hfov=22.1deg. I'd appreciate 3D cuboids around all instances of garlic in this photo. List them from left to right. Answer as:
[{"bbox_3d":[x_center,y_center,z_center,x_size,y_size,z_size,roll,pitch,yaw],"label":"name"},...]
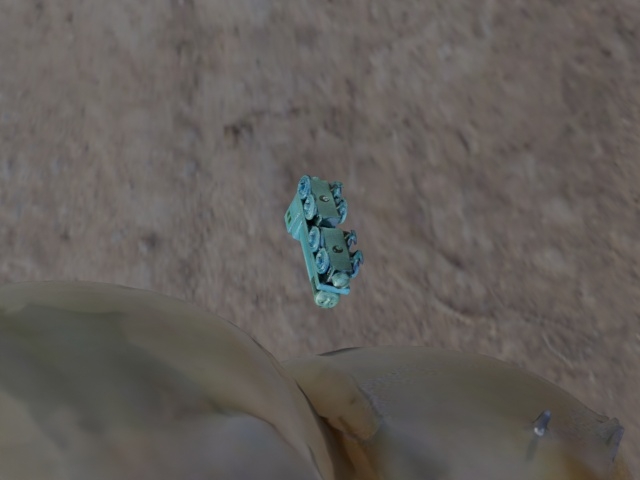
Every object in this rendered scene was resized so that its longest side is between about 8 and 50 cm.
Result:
[{"bbox_3d":[-0.030,0.131,0.498,0.286,0.313,0.249,-13,81,-18],"label":"garlic"}]

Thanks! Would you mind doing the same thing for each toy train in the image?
[{"bbox_3d":[0.000,0.000,0.964,0.029,0.092,0.045,10,130,-22],"label":"toy train"}]
